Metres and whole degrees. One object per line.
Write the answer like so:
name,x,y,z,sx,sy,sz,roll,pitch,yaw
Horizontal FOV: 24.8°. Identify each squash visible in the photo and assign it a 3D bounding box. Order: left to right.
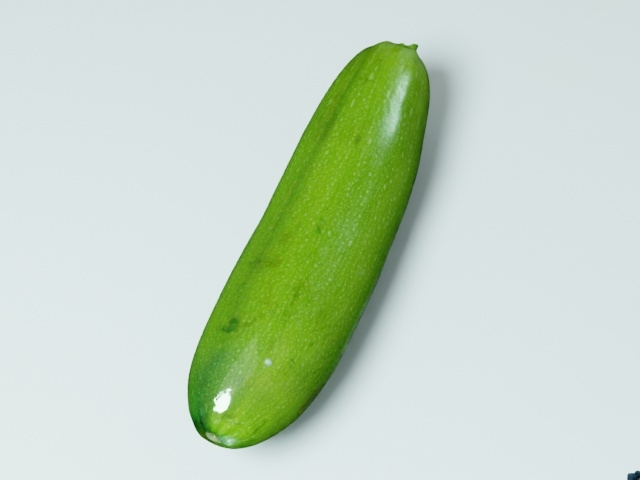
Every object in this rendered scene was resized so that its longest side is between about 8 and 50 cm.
squash,0.000,0.002,0.879,0.082,0.082,0.292,15,59,17

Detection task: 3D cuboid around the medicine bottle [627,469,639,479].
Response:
medicine bottle,0.324,0.106,0.718,0.318,0.158,0.158,-26,57,-8
